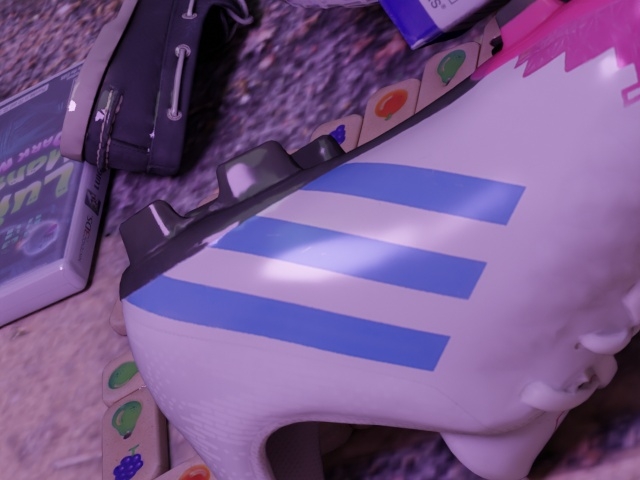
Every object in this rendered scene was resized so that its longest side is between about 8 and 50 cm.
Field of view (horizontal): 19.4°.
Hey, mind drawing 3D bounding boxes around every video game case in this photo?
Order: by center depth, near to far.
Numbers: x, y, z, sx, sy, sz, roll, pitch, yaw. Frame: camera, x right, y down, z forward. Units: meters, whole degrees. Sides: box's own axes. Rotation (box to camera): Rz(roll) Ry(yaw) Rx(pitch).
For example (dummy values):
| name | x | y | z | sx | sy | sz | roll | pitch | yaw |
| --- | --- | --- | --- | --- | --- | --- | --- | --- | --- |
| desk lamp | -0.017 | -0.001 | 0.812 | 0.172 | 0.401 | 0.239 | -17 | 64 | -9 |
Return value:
| name | x | y | z | sx | sy | sz | roll | pitch | yaw |
| --- | --- | --- | --- | --- | --- | --- | --- | --- | --- |
| video game case | -0.189 | -0.008 | 0.986 | 0.190 | 0.022 | 0.173 | -23 | 38 | 24 |

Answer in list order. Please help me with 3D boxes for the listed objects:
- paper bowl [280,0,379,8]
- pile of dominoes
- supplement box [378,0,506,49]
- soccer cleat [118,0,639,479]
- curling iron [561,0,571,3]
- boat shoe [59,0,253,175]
| name | x | y | z | sx | sy | sz | roll | pitch | yaw |
| --- | --- | --- | --- | --- | --- | --- | --- | --- | --- |
| paper bowl | 0.066 | -0.220 | 0.862 | 0.284 | 0.148 | 0.284 | -26 | 36 | 21 |
| pile of dominoes | 0.000 | 0.000 | 0.777 | 0.251 | 0.040 | 0.196 | -30 | 36 | 15 |
| supplement box | 0.099 | -0.174 | 0.647 | 0.220 | 0.111 | 0.114 | -34 | 1 | 15 |
| soccer cleat | 0.081 | -0.006 | 0.632 | 0.331 | 0.143 | 0.116 | -29 | -5 | 27 |
| curling iron | 0.173 | -0.067 | 0.693 | 0.068 | 0.035 | 0.274 | -29 | 24 | -22 |
| boat shoe | -0.070 | -0.108 | 0.968 | 0.065 | 0.075 | 0.206 | 19 | 49 | 4 |
